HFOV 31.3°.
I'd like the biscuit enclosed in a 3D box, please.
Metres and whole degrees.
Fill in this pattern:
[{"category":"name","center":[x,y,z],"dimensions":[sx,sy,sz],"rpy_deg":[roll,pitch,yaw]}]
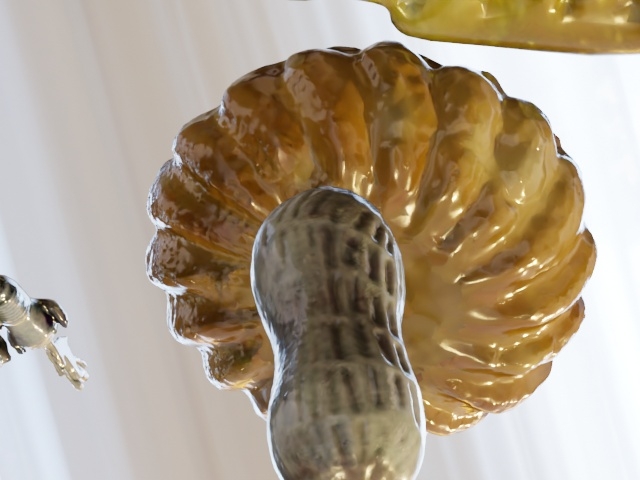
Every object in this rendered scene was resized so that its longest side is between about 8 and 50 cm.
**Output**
[{"category":"biscuit","center":[0.031,0.022,0.806],"dimensions":[0.325,0.326,0.107],"rpy_deg":[-15,-153,15]}]

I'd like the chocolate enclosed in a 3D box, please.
[{"category":"chocolate","center":[0.007,0.044,0.505],"dimensions":[0.072,0.167,0.072],"rpy_deg":[-4,144,-3]}]

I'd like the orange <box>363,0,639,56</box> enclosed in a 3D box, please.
[{"category":"orange","center":[0.077,-0.221,0.551],"dimensions":[0.368,0.210,0.271],"rpy_deg":[10,156,-29]}]

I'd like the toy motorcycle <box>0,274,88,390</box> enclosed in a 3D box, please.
[{"category":"toy motorcycle","center":[-0.262,0.024,0.722],"dimensions":[0.134,0.207,0.401],"rpy_deg":[-37,150,-13]}]
